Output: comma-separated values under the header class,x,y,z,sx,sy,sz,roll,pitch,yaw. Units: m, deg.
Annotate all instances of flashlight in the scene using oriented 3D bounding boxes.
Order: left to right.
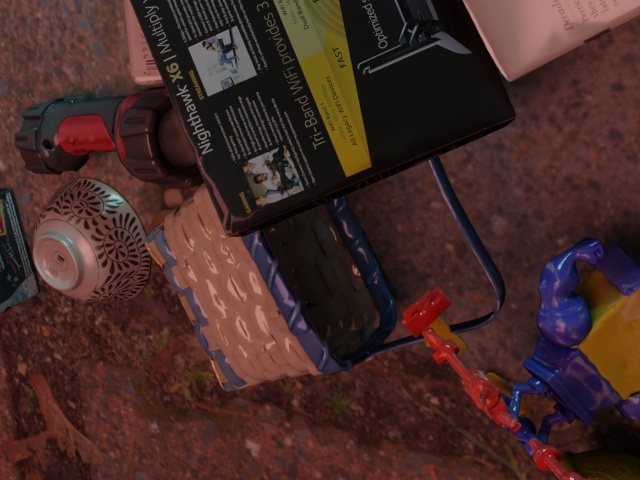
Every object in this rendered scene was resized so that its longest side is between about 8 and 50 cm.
class,x,y,z,sx,sy,sz,roll,pitch,yaw
flashlight,-0.230,-0.107,0.990,0.304,0.103,0.103,2,111,45

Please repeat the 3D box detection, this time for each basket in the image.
class,x,y,z,sx,sy,sz,roll,pitch,yaw
basket,0.000,0.000,0.875,0.289,0.201,0.254,-22,95,30

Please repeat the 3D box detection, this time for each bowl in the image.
class,x,y,z,sx,sy,sz,roll,pitch,yaw
bowl,-0.303,0.014,1.143,0.170,0.080,0.170,13,116,27

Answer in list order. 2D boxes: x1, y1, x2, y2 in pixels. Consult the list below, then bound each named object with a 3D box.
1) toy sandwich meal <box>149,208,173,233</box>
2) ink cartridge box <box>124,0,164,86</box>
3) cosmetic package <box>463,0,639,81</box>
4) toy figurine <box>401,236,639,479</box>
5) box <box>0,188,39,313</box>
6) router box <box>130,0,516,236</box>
class,x,y,z,sx,sy,sz,roll,pitch,yaw
toy sandwich meal,-0.167,0.001,1.087,0.085,0.029,0.085,10,111,27
ink cartridge box,-0.049,-0.296,0.817,0.261,0.066,0.296,-4,96,5
cosmetic package,0.202,-0.236,0.674,0.184,0.151,0.151,-26,97,38
toy figurine,0.265,0.119,0.767,0.217,0.191,0.362,-44,113,2
box,-0.536,0.024,1.253,0.247,0.142,0.163,3,112,31
router box,-0.016,-0.188,0.738,0.243,0.081,0.309,-22,89,5
